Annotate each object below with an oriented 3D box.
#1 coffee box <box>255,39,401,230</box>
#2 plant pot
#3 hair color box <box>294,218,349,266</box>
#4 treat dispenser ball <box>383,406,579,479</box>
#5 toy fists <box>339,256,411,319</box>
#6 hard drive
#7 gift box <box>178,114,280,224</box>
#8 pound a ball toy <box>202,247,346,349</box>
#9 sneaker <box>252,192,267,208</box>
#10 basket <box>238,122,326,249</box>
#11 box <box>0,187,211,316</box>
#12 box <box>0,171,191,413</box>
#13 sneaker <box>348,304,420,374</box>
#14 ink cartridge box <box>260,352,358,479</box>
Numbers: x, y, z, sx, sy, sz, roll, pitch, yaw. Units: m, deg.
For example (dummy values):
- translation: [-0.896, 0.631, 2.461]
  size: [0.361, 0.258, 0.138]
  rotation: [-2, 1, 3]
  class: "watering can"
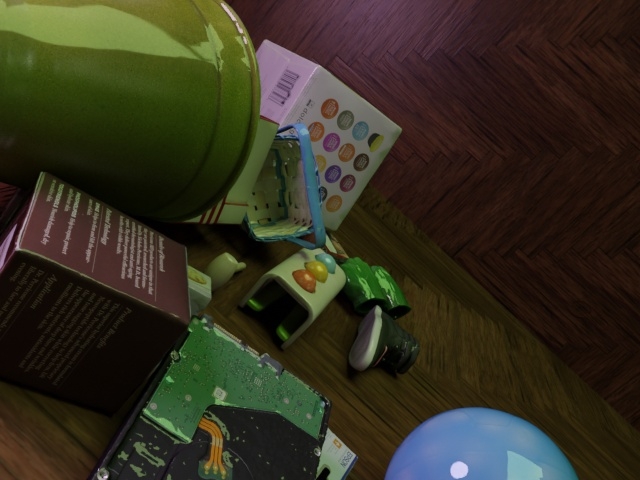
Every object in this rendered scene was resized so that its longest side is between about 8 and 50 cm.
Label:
- translation: [-0.055, -0.289, 1.625]
  size: [0.334, 0.338, 0.338]
  rotation: [27, 10, -38]
  class: "coffee box"
- translation: [-0.330, -0.204, 0.786]
  size: [0.366, 0.366, 0.353]
  rotation: [50, 26, 20]
  class: "plant pot"
- translation: [0.000, 0.000, 1.635]
  size: [0.093, 0.053, 0.167]
  rotation: [22, 28, -50]
  class: "hair color box"
- translation: [0.232, 0.390, 0.852]
  size: [0.288, 0.288, 0.288]
  rotation: [38, 18, -15]
  class: "treat dispenser ball"
- translation: [0.131, 0.128, 1.560]
  size: [0.279, 0.096, 0.142]
  rotation: [20, 38, -53]
  class: "toy fists"
- translation: [-0.119, 0.256, 0.678]
  size: [0.237, 0.064, 0.339]
  rotation: [37, 31, -10]
  class: "hard drive"
- translation: [-0.271, -0.171, 1.143]
  size: [0.276, 0.258, 0.255]
  rotation: [29, 12, 28]
  class: "gift box"
- translation: [-0.073, 0.072, 1.182]
  size: [0.208, 0.136, 0.319]
  rotation: [44, 17, 4]
  class: "pound a ball toy"
- translation: [-0.180, -0.112, 1.535]
  size: [0.119, 0.047, 0.057]
  rotation: [23, 38, -44]
  class: "sneaker"
- translation: [-0.085, -0.119, 1.277]
  size: [0.201, 0.255, 0.289]
  rotation: [-12, 13, -25]
  class: "basket"
- translation: [-0.314, 0.022, 0.900]
  size: [0.324, 0.063, 0.067]
  rotation: [34, 18, -26]
  class: "box"
- translation: [-0.285, 0.063, 0.695]
  size: [0.203, 0.168, 0.167]
  rotation: [32, 20, -31]
  class: "box"
- translation: [0.153, 0.243, 1.313]
  size: [0.147, 0.105, 0.296]
  rotation: [38, 13, 2]
  class: "sneaker"
- translation: [-0.065, 0.288, 0.850]
  size: [0.224, 0.045, 0.223]
  rotation: [47, 19, 10]
  class: "ink cartridge box"
